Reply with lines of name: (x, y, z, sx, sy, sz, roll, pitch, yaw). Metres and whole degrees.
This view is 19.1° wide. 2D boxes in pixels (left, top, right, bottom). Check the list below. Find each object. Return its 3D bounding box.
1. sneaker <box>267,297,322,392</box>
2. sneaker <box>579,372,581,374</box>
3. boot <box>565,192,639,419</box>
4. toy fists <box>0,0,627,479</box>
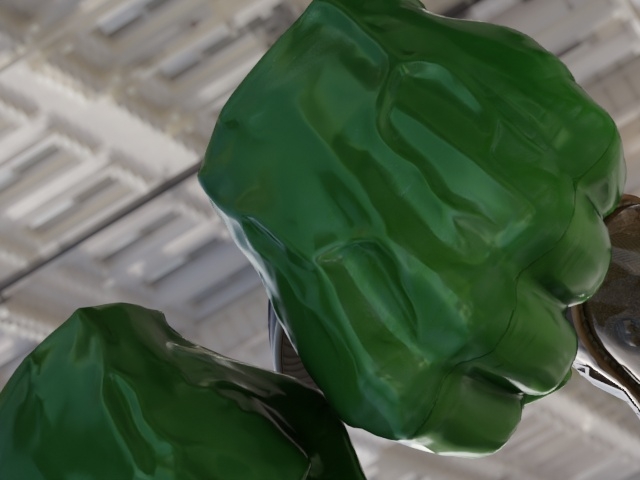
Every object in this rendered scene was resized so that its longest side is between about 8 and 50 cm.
sneaker: (0.000, 0.000, 1.430, 0.083, 0.222, 0.118, 7, -165, -22)
sneaker: (0.198, 0.044, 1.156, 0.101, 0.106, 0.267, 53, 166, -8)
boot: (0.227, 0.070, 0.943, 0.305, 0.115, 0.112, 33, -109, -47)
toy fists: (-0.006, 0.050, 0.644, 0.096, 0.279, 0.142, 31, -168, -45)
